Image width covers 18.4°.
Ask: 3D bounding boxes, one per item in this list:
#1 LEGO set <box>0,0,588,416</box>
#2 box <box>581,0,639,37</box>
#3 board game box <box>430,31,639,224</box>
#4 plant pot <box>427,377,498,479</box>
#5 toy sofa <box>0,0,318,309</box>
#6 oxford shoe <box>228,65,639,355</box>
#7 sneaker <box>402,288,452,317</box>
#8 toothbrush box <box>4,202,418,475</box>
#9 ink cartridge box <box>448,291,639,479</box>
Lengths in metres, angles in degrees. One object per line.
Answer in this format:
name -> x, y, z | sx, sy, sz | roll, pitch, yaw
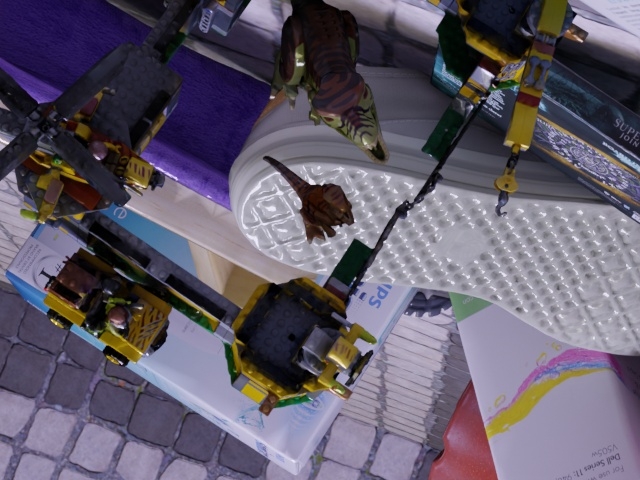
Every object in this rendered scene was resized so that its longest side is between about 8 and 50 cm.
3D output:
LEGO set -> -0.011, -0.083, 0.992 | 0.255, 0.331, 0.192 | 42, 167, 1
box -> 0.137, -0.158, 0.923 | 0.244, 0.060, 0.100 | 27, 167, -28
board game box -> 0.155, -0.076, 1.255 | 0.186, 0.026, 0.126 | 35, 170, 6
plant pot -> 0.277, 0.254, 2.170 | 0.265, 0.272, 0.272 | 26, 171, 16
toy sofa -> -0.148, -0.089, 1.427 | 0.362, 0.177, 0.150 | 28, 175, -30
oxford shoe -> 0.148, -0.025, 1.405 | 0.449, 0.130, 0.169 | 14, 133, -19
sneaker -> 0.000, 0.000, 1.840 | 0.275, 0.107, 0.110 | 27, 179, -20
toothbrush box -> -0.084, 0.031, 1.689 | 0.295, 0.216, 0.126 | 33, 170, 6
ink cartridge box -> 0.223, 0.169, 1.549 | 0.119, 0.353, 0.207 | -27, 145, 21
